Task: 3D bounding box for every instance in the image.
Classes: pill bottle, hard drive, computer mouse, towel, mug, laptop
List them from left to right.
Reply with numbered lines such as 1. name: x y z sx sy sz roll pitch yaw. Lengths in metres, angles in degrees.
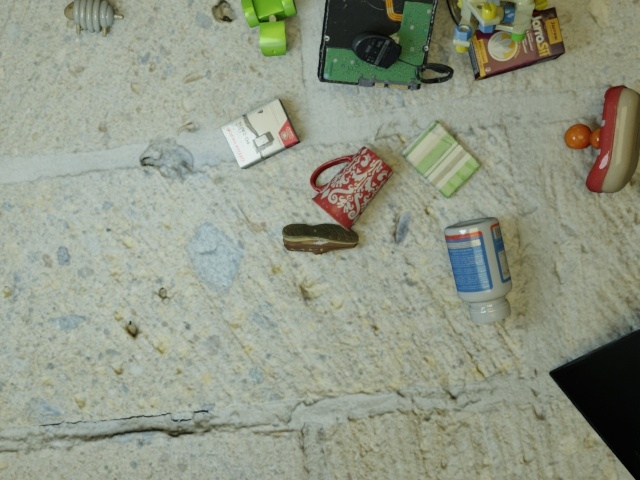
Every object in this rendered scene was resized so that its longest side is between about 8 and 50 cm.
1. mug: 0.063 -0.132 1.558 0.150 0.113 0.169 41 94 -3
2. hard drive: 0.127 -0.498 1.466 0.236 0.064 0.339 3 116 -7
3. computer mouse: 0.176 -0.391 1.474 0.242 0.041 0.071 15 131 -21
4. towel: 0.275 -0.185 1.583 0.152 0.023 0.113 44 100 -4
5. pill bottle: 0.359 0.067 1.551 0.124 0.124 0.222 -12 95 5
6. laptop: 0.833 0.310 1.599 0.408 0.236 0.382 -41 93 -21

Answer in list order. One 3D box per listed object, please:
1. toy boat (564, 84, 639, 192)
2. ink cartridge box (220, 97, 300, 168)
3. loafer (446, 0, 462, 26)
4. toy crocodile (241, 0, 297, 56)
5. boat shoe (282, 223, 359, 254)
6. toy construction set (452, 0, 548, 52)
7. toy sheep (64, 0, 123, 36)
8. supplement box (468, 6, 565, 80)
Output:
1. toy boat: 0.611 -0.220 1.510 0.151 0.151 0.231 9 97 33
2. ink cartridge box: -0.138 -0.242 1.580 0.150 0.063 0.109 -25 94 6
3. loafer: 0.300 -0.538 1.521 0.050 0.056 0.148 -21 95 12
4. toy crocodile: -0.132 -0.579 1.532 0.115 0.105 0.341 -17 90 6
5. boat shoe: 0.000 0.000 1.606 0.178 0.064 0.060 3 129 1
6. toy construction set: 0.355 -0.541 1.441 0.215 0.151 0.328 -7 66 1
7. toy sheep: -0.514 -0.512 1.569 0.132 0.091 0.091 3 97 -10
8. supplement box: 0.424 -0.428 1.512 0.188 0.081 0.104 -15 95 5
